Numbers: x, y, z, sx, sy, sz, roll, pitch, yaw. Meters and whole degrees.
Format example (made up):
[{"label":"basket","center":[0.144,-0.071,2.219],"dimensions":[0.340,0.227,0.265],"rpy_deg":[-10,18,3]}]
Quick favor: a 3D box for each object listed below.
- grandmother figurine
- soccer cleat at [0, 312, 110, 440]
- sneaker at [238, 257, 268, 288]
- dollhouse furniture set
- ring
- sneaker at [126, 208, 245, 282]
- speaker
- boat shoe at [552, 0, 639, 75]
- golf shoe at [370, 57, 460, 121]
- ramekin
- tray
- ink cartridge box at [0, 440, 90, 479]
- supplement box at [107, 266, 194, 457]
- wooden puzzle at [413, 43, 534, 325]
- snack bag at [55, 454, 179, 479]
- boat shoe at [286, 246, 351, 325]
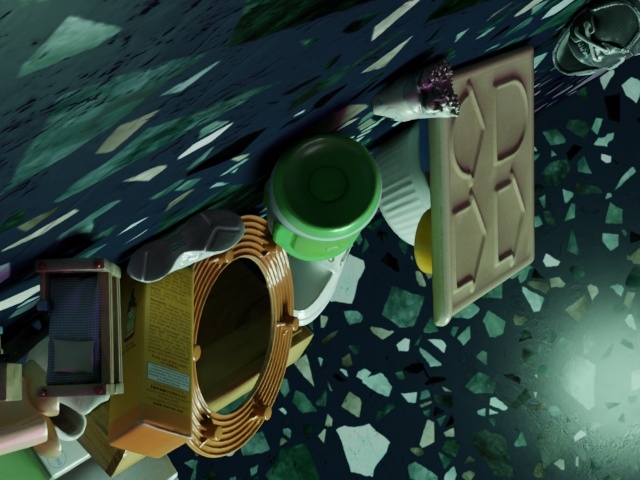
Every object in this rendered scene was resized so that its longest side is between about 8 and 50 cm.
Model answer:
[{"label":"grandmother figurine","center":[-0.447,0.228,1.337],"dimensions":[0.342,0.207,0.104],"rpy_deg":[-20,-145,-31]},{"label":"soccer cleat","center":[-0.373,0.210,1.575],"dimensions":[0.116,0.143,0.331],"rpy_deg":[-41,-177,-40]},{"label":"sneaker","center":[-0.070,0.023,2.120],"dimensions":[0.130,0.109,0.286],"rpy_deg":[20,-123,40]},{"label":"dollhouse furniture set","center":[-0.289,0.088,1.207],"dimensions":[0.184,0.129,0.129],"rpy_deg":[-2,174,-2]},{"label":"ring","center":[-0.108,0.132,1.734],"dimensions":[0.032,0.336,0.336],"rpy_deg":[6,-165,25]},{"label":"sneaker","center":[-0.161,0.004,1.487],"dimensions":[0.152,0.053,0.061],"rpy_deg":[-24,-177,-22]},{"label":"speaker","center":[0.000,-0.047,1.508],"dimensions":[0.131,0.131,0.296],"rpy_deg":[-32,176,-6]},{"label":"boat shoe","center":[0.408,-0.297,1.819],"dimensions":[0.102,0.108,0.301],"rpy_deg":[-33,-176,-8]},{"label":"golf shoe","center":[0.108,-0.167,1.446],"dimensions":[0.086,0.069,0.176],"rpy_deg":[-13,179,19]},{"label":"ramekin","center":[0.171,-0.083,1.902],"dimensions":[0.109,0.207,0.207],"rpy_deg":[-24,-178,38]},{"label":"tray","center":[-0.213,0.162,1.840],"dimensions":[0.411,0.203,0.076],"rpy_deg":[-28,156,-49]},{"label":"ink cartridge box","center":[-0.421,0.265,1.781],"dimensions":[0.235,0.171,0.056],"rpy_deg":[-30,173,-25]},{"label":"supplement box","center":[-0.199,0.134,1.512],"dimensions":[0.080,0.233,0.078],"rpy_deg":[22,140,-34]},{"label":"wooden puzzle","center":[0.206,-0.086,1.723],"dimensions":[0.080,0.322,0.348],"rpy_deg":[7,-161,28]},{"label":"snack bag","center":[-0.409,0.334,1.876],"dimensions":[0.342,0.323,0.037],"rpy_deg":[-34,144,-2]},{"label":"boat shoe","center":[0.000,0.000,1.950],"dimensions":[0.096,0.098,0.277],"rpy_deg":[107,5,-60]}]
